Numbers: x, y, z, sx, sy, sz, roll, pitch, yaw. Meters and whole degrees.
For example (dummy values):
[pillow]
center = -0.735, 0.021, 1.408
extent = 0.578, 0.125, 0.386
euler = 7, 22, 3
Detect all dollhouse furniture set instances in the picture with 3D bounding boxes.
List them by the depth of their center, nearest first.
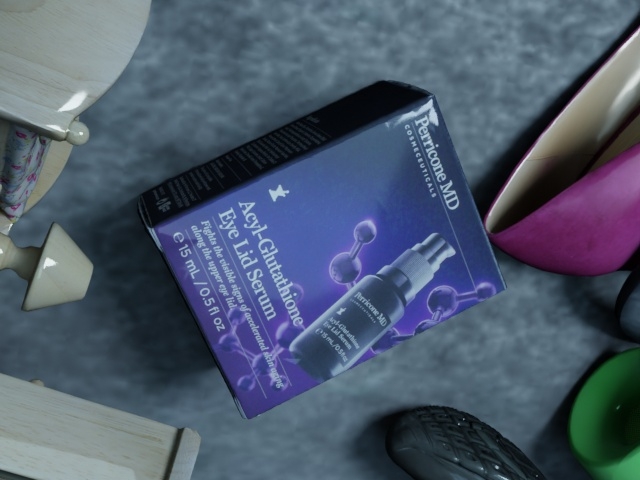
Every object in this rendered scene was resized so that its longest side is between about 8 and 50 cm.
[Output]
[dollhouse furniture set]
center = -0.131, -0.028, 0.616
extent = 0.173, 0.303, 0.356
euler = 21, 69, -15

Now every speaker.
[speaker]
center = 0.346, 0.209, 0.834
extent = 0.296, 0.131, 0.131
euler = 35, 94, -20

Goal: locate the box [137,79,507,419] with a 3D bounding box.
[box]
center = 0.000, 0.000, 0.699
extent = 0.207, 0.108, 0.153
euler = -27, 109, -6

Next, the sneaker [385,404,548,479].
[sneaker]
center = 0.152, 0.242, 0.808
extent = 0.286, 0.109, 0.130
euler = 38, 99, -18

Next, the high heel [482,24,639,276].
[high heel]
center = 0.249, -0.143, 0.708
extent = 0.181, 0.127, 0.377
euler = 7, 106, -27

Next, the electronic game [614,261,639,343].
[electronic game]
center = 0.336, 0.020, 0.762
extent = 0.229, 0.048, 0.229
euler = -11, 148, -7
